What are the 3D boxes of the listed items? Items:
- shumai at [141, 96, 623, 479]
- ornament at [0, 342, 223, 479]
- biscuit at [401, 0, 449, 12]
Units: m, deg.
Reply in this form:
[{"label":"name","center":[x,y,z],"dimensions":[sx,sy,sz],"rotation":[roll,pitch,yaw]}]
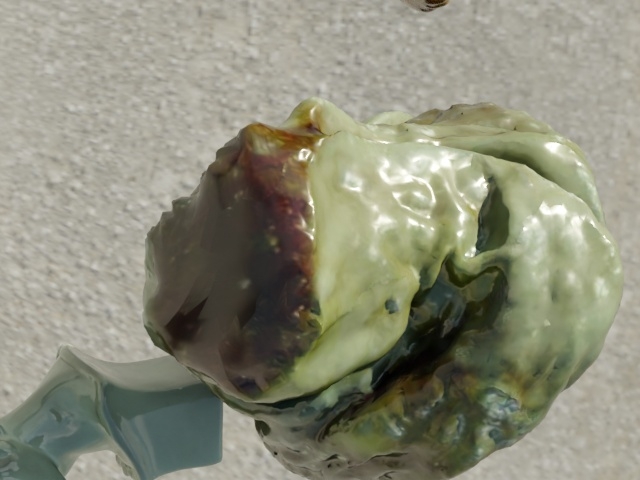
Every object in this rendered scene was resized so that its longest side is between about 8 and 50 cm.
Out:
[{"label":"shumai","center":[0.000,0.000,0.881],"dimensions":[0.309,0.304,0.263],"rotation":[-46,134,17]},{"label":"ornament","center":[-0.204,0.148,0.995],"dimensions":[0.285,0.130,0.120],"rotation":[-24,110,-35]},{"label":"biscuit","center":[0.023,-0.238,0.812],"dimensions":[0.066,0.220,0.220],"rotation":[-38,123,-2]}]
